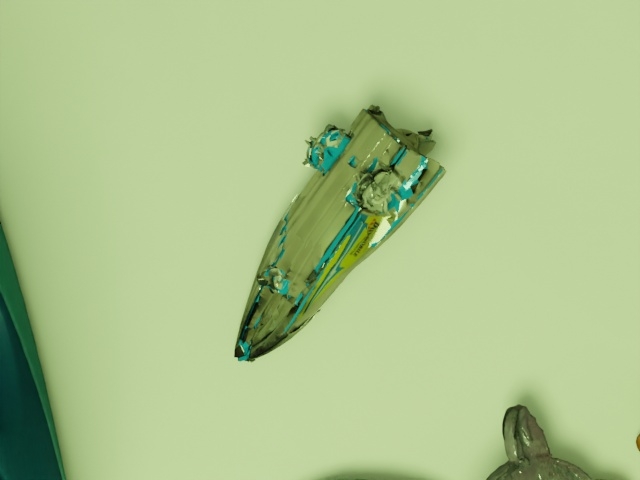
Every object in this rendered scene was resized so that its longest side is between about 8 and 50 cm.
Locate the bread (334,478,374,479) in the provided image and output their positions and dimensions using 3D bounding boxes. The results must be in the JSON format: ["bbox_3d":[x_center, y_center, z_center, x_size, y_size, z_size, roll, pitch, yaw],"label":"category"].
[{"bbox_3d":[0.034,0.275,1.212,0.229,0.033,0.228,0,90,5],"label":"bread"}]

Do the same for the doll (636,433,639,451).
[{"bbox_3d":[0.287,0.187,1.139,0.135,0.143,0.221,-35,91,-23],"label":"doll"}]

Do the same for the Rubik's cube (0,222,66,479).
[{"bbox_3d":[-0.374,0.106,1.091,0.347,0.351,0.352,-16,82,4],"label":"Rubik's cube"}]

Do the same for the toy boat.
[{"bbox_3d":[0.000,0.000,1.207,0.210,0.066,0.084,-55,50,13],"label":"toy boat"}]

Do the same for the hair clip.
[{"bbox_3d":[0.144,0.223,1.165,0.146,0.056,0.187,35,76,-13],"label":"hair clip"}]
